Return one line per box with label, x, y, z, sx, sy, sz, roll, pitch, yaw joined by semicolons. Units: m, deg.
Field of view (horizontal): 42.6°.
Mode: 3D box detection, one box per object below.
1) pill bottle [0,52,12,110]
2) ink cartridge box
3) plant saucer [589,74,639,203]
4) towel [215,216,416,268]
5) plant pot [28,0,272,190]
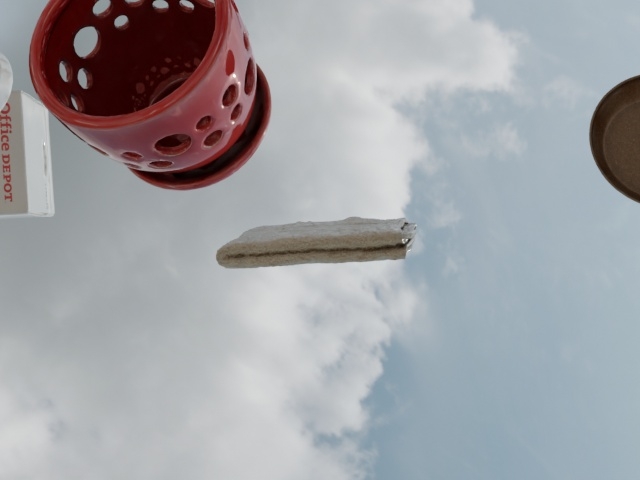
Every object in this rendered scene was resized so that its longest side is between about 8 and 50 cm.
pill bottle;-0.431;-0.193;0.848;0.121;0.216;0.121;-4;-101;23
ink cartridge box;-0.592;-0.130;1.335;0.270;0.197;0.198;-4;-89;-6
plant saucer;0.455;-0.128;1.090;0.199;0.036;0.198;-2;-109;5
towel;0.000;0.000;1.211;0.282;0.187;0.049;-4;-83;9
plant pot;-0.149;-0.149;0.778;0.191;0.174;0.191;-4;-112;11
